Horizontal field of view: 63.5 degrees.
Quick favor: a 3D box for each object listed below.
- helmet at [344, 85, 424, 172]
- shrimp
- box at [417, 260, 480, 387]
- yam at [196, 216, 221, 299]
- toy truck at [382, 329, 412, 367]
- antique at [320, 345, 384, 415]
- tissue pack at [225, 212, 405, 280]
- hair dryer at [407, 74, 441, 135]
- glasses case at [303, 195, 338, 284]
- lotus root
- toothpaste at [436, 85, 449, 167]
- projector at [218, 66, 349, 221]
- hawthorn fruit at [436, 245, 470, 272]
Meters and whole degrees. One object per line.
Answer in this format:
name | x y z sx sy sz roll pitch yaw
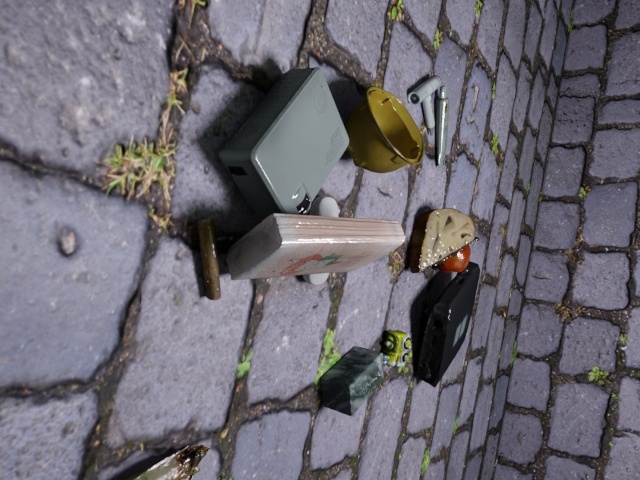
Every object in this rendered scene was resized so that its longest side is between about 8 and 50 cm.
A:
helmet | 0.128 -0.236 1.202 0.205 0.140 0.257 58 28 -2
shrimp | -0.277 0.416 0.822 0.267 0.061 0.145 -36 134 -50
box | 0.446 0.284 1.776 0.350 0.091 0.359 -37 139 -48
yam | -0.190 0.033 0.888 0.032 0.032 0.145 -25 118 -51
toy truck | 0.214 0.319 1.512 0.077 0.076 0.111 12 89 -39
antique | 0.088 0.348 1.315 0.183 0.086 0.088 -31 122 -49
tissue pack | -0.001 0.014 0.987 0.326 0.170 0.071 0 64 -44
hair dryer | 0.314 -0.376 1.531 0.155 0.044 0.183 -42 132 -41
glasses case | 0.000 0.000 1.142 0.076 0.049 0.197 5 93 -54
lotus root | 0.370 -0.016 1.612 0.261 0.074 0.170 -19 96 -28
toothpaste | 0.387 -0.359 1.641 0.067 0.037 0.255 -42 133 -51
projector | -0.061 -0.174 0.975 0.256 0.099 0.192 -60 139 -30
hawthorn fruit | 0.441 0.051 1.736 0.128 0.128 0.128 -17 111 -53
